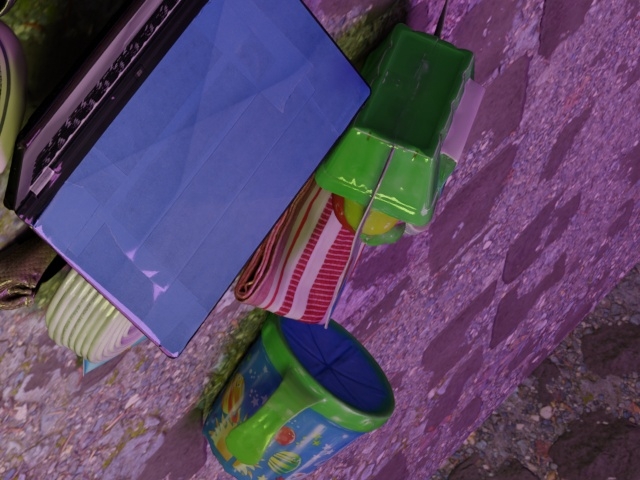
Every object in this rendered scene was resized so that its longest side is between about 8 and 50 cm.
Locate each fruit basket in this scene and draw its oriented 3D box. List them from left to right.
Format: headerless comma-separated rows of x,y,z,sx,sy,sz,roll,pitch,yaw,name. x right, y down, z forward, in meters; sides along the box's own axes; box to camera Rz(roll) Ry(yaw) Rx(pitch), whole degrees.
0.098,-0.092,2.128,0.353,0.165,0.327,98,13,-55,fruit basket

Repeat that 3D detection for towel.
0.000,0.000,2.286,0.237,0.037,0.329,-64,158,1,towel

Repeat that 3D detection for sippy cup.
-0.047,0.248,2.434,0.305,0.240,0.224,22,118,-45,sippy cup

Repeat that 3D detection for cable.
-0.197,0.030,1.834,0.257,0.089,0.257,-46,173,-26,cable

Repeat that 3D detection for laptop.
-0.096,-0.124,1.585,0.382,0.236,0.408,-55,-176,-16,laptop

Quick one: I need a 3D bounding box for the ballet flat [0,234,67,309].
-0.262,-0.007,1.781,0.250,0.058,0.084,-41,157,-25,ballet flat

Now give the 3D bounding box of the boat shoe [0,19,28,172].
-0.382,-0.044,1.383,0.340,0.127,0.158,-57,164,15,boat shoe

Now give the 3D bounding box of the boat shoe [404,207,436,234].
0.135,-0.105,2.371,0.079,0.081,0.227,43,53,-35,boat shoe

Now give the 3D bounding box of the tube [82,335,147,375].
-0.217,0.094,2.063,0.207,0.052,0.080,-32,146,-28,tube

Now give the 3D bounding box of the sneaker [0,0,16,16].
-0.270,-0.222,1.326,0.283,0.124,0.107,-27,149,-46,sneaker
